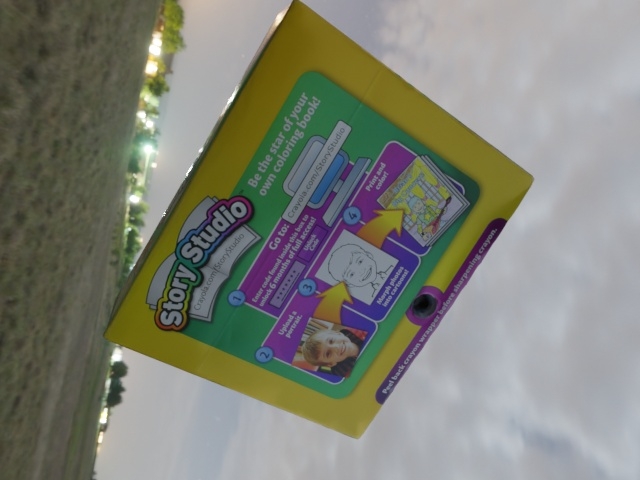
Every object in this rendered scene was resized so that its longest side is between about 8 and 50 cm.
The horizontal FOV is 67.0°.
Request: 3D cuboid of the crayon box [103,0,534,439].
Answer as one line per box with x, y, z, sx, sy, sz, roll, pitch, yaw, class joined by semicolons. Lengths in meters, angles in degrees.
0.000;0.000;0.532;0.362;0.313;0.106;-58;-161;7;crayon box
